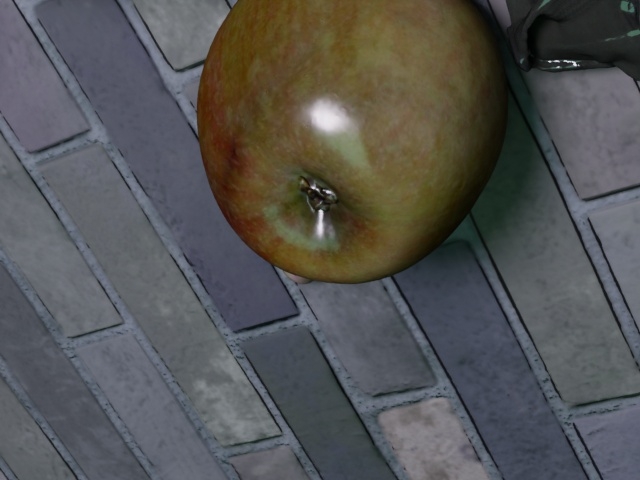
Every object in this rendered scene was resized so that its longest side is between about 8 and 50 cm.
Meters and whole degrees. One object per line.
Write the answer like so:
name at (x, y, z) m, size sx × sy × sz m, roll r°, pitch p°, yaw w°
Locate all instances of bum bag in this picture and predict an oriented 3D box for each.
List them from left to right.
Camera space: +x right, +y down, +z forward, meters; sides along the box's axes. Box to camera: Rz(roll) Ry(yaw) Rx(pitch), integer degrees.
bum bag at (0.168, -0.248, 0.922) m, size 0.142 × 0.080 × 0.326 m, roll -18°, pitch 114°, yaw 25°

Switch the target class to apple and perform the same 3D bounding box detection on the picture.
apple at (0.018, -0.097, 0.983) m, size 0.257 × 0.234 × 0.257 m, roll 12°, pitch 128°, yaw 16°

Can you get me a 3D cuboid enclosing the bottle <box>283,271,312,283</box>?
bottle at (0.000, 0.000, 1.170) m, size 0.045 × 0.045 × 0.096 m, roll 37°, pitch 128°, yaw -6°
